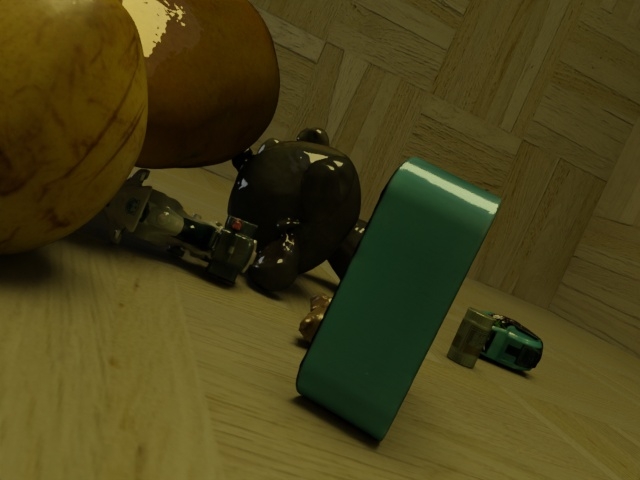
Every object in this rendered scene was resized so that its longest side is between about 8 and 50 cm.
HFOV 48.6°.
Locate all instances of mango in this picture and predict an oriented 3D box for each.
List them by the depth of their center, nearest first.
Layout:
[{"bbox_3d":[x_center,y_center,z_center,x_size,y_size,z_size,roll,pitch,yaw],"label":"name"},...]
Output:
[{"bbox_3d":[-0.203,-0.228,0.944,0.300,0.232,0.445,56,22,-14],"label":"mango"}]

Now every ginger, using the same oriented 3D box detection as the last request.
[{"bbox_3d":[0.011,0.101,0.849,0.070,0.051,0.173,29,1,0],"label":"ginger"}]

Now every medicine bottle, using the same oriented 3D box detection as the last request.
[{"bbox_3d":[0.231,0.149,1.089,0.047,0.083,0.047,23,5,-2],"label":"medicine bottle"}]

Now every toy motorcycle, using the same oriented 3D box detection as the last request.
[{"bbox_3d":[-0.184,-0.017,0.908,0.221,0.102,0.150,22,-7,-9],"label":"toy motorcycle"}]

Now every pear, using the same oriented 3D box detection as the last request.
[{"bbox_3d":[-0.288,-0.122,0.616,0.281,0.280,0.281,23,5,-2],"label":"pear"}]

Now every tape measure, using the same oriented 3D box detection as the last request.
[{"bbox_3d":[0.322,0.174,1.256,0.146,0.080,0.125,23,8,-5],"label":"tape measure"}]

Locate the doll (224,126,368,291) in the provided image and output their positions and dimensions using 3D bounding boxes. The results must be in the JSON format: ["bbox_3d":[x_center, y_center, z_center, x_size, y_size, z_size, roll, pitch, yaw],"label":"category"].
[{"bbox_3d":[0.021,-0.029,1.139,0.379,0.252,0.382,22,12,-11],"label":"doll"}]

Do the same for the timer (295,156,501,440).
[{"bbox_3d":[0.098,0.055,0.674,0.091,0.231,0.250,27,7,20],"label":"timer"}]
